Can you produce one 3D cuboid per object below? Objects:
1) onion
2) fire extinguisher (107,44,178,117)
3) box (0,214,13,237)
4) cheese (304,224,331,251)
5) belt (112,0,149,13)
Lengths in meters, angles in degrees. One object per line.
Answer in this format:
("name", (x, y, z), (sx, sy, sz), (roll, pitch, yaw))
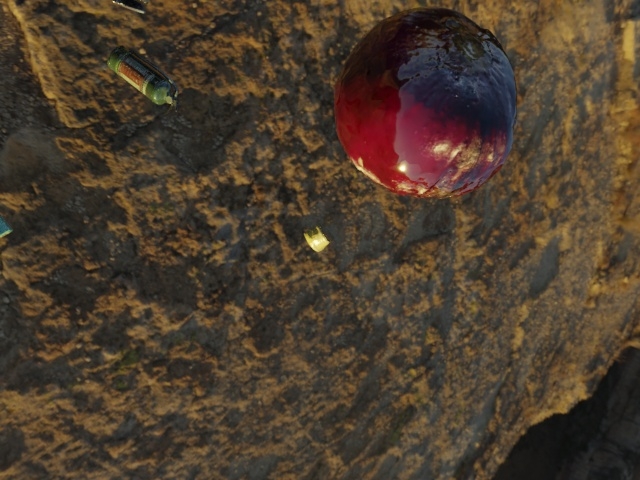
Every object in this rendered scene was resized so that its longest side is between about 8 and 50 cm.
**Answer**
("onion", (0.147, -0.229, 0.813), (0.260, 0.282, 0.337), (-6, 77, -23))
("fire extinguisher", (-0.569, -0.527, 1.583), (0.118, 0.294, 0.093), (-55, 172, 19))
("box", (-0.998, -0.030, 1.294), (0.229, 0.041, 0.162), (-35, 102, -14))
("cheese", (0.001, 0.001, 1.308), (0.060, 0.041, 0.084), (-28, 135, 23))
("belt", (-0.598, -0.824, 1.460), (0.128, 0.218, 0.122), (4, 144, -40))
